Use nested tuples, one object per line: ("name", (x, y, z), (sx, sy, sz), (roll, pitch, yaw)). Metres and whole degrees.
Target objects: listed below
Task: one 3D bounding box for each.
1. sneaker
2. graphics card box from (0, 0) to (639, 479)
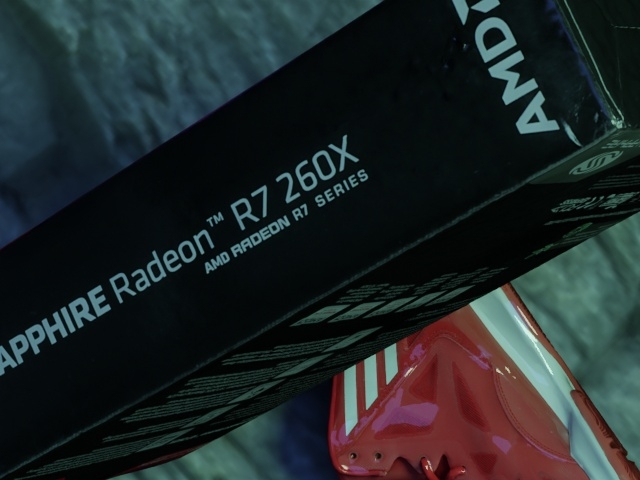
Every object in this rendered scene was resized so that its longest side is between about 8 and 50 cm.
("sneaker", (0.085, 0.118, 0.945), (0.128, 0.087, 0.221), (-34, 70, 6))
("graphics card box", (0.000, 0.000, 0.807), (0.371, 0.233, 0.094), (-29, 79, 29))
